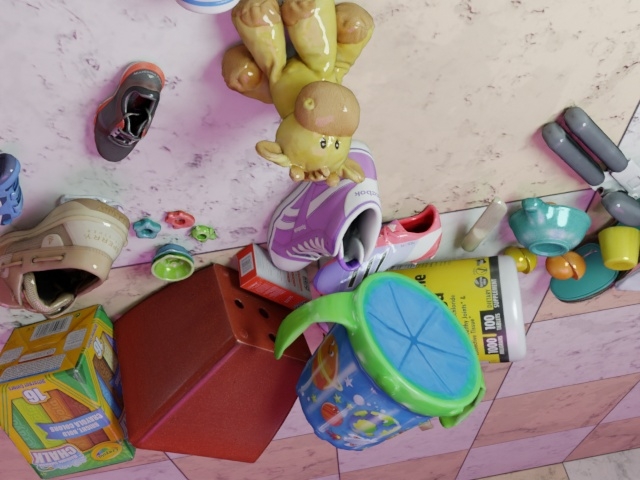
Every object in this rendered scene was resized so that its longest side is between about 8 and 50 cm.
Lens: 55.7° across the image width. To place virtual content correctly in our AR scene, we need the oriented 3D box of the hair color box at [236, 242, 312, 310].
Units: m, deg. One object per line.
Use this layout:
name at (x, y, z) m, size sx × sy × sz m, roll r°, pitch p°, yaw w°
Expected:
hair color box at (-0.078, 0.065, 1.050) m, size 0.043 × 0.072 × 0.141 m, roll -34°, pitch 138°, yaw 26°

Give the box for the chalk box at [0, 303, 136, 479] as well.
chalk box at (-0.431, 0.295, 1.089) m, size 0.180 × 0.179 × 0.289 m, roll -16°, pitch 120°, yaw 5°

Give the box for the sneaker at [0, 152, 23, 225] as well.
sneaker at (-0.416, -0.064, 0.796) m, size 0.059 × 0.053 × 0.144 m, roll 20°, pitch 142°, yaw -35°

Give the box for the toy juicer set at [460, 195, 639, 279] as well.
toy juicer set at (0.380, -0.013, 1.083) m, size 0.329 × 0.089 × 0.209 m, roll 17°, pitch 157°, yaw -19°

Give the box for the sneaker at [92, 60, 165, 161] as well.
sneaker at (-0.236, -0.141, 0.729) m, size 0.061 × 0.065 × 0.158 m, roll 12°, pitch 138°, yaw -29°

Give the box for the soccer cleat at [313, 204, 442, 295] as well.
soccer cleat at (0.095, 0.015, 0.990) m, size 0.248 × 0.083 × 0.095 m, roll -20°, pitch 130°, yaw -23°

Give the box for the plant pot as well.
plant pot at (-0.171, 0.198, 1.071) m, size 0.267 × 0.267 × 0.236 m, roll 27°, pitch 116°, yaw -41°

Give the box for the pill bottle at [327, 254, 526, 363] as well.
pill bottle at (0.190, 0.134, 1.097) m, size 0.334 × 0.188 × 0.188 m, roll -7°, pitch 146°, yaw 16°

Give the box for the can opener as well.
can opener at (0.451, -0.104, 0.950) m, size 0.283 × 0.095 × 0.076 m, roll 24°, pitch 130°, yaw -40°

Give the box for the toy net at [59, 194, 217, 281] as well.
toy net at (-0.273, -0.013, 0.911) m, size 0.122 × 0.045 × 0.232 m, roll -33°, pitch 139°, yaw 28°

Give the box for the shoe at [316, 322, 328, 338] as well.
shoe at (0.030, 0.201, 1.272) m, size 0.081 × 0.063 × 0.178 m, roll -35°, pitch 143°, yaw 22°

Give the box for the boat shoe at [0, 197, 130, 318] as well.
boat shoe at (-0.400, 0.050, 0.867) m, size 0.122 × 0.110 × 0.341 m, roll 28°, pitch 141°, yaw -35°

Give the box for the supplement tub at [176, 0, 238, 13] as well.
supplement tub at (-0.110, -0.279, 0.573) m, size 0.071 × 0.071 × 0.107 m, roll -4°, pitch 143°, yaw -10°

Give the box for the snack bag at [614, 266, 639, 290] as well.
snack bag at (0.711, 0.031, 1.003) m, size 0.323 × 0.037 × 0.342 m, roll 1°, pitch 156°, yaw -9°

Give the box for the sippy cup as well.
sippy cup at (0.086, 0.205, 0.937) m, size 0.224 × 0.305 × 0.240 m, roll -49°, pitch 169°, yaw 34°

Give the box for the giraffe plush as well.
giraffe plush at (-0.016, -0.152, 0.686) m, size 0.181 × 0.170 × 0.210 m, roll -8°, pitch 144°, yaw -6°

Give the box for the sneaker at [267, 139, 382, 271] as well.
sneaker at (-0.001, 0.000, 0.910) m, size 0.102 × 0.161 × 0.282 m, roll 6°, pitch 142°, yaw -25°

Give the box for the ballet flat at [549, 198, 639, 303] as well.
ballet flat at (0.577, 0.020, 1.155) m, size 0.106 × 0.107 × 0.316 m, roll -4°, pitch 146°, yaw -33°

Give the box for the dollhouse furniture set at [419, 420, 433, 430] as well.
dollhouse furniture set at (0.281, 0.375, 1.482) m, size 0.101 × 0.182 × 0.161 m, roll -20°, pitch 143°, yaw 11°
